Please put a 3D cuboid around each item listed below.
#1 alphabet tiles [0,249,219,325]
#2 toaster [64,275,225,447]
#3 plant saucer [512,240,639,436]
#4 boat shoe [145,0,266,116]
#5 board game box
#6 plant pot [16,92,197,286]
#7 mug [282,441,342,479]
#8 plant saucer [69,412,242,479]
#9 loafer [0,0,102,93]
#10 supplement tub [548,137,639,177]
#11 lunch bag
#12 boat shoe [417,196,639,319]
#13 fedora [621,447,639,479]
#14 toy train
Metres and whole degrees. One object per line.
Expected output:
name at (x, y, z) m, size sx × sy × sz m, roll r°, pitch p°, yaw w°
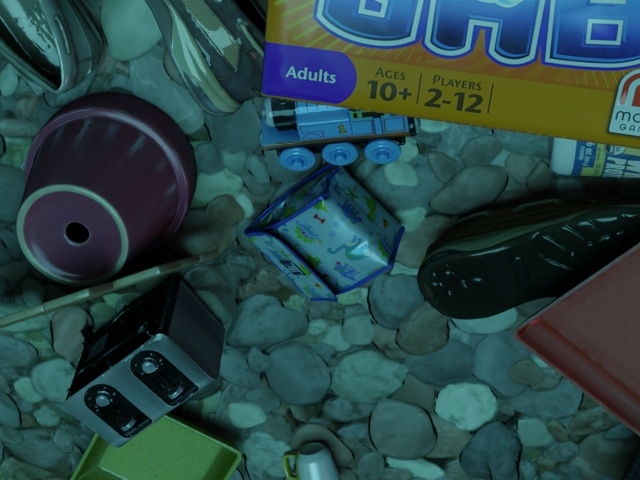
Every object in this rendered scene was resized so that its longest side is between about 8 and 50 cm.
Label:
alphabet tiles at (-0.300, 0.074, 1.450) m, size 0.342 × 0.285 × 0.011 m, roll -18°, pitch 90°, yaw 18°
toaster at (-0.218, 0.146, 1.538) m, size 0.168 × 0.186 × 0.110 m, roll -35°, pitch 111°, yaw 16°
plant saucer at (0.387, 0.097, 1.339) m, size 0.258 × 0.048 × 0.259 m, roll 37°, pitch 127°, yaw -16°
boat shoe at (-0.137, -0.304, 1.309) m, size 0.130 × 0.132 × 0.355 m, roll -23°, pitch 122°, yaw 9°
board game box at (0.160, -0.332, 1.101) m, size 0.356 × 0.356 × 0.356 m, roll 8°, pitch 120°, yaw 4°
plant pot at (-0.260, -0.047, 1.426) m, size 0.201 × 0.180 × 0.201 m, roll 4°, pitch 119°, yaw 8°
mug at (-0.014, 0.307, 1.654) m, size 0.078 × 0.062 × 0.064 m, roll -10°, pitch 109°, yaw 7°
plant saucer at (-0.222, 0.300, 1.689) m, size 0.188 × 0.045 × 0.188 m, roll 27°, pitch 120°, yaw -7°
loafer at (-0.360, -0.298, 1.340) m, size 0.112 × 0.111 × 0.319 m, roll -33°, pitch 109°, yaw 23°
supplement tub at (0.345, -0.137, 1.302) m, size 0.199 × 0.144 × 0.144 m, roll 3°, pitch 119°, yaw 8°
lunch bag at (0.000, 0.000, 1.466) m, size 0.151 × 0.096 × 0.129 m, roll -29°, pitch 114°, yaw 37°
boat shoe at (0.268, -0.003, 1.400) m, size 0.324 × 0.120 × 0.123 m, roll -9°, pitch 123°, yaw 20°
fedora at (0.449, 0.324, 1.510) m, size 0.152 × 0.334 × 0.334 m, roll 27°, pitch 124°, yaw 29°
toy train at (0.018, -0.137, 1.376) m, size 0.184 × 0.080 × 0.105 m, roll -4°, pitch 145°, yaw 7°
